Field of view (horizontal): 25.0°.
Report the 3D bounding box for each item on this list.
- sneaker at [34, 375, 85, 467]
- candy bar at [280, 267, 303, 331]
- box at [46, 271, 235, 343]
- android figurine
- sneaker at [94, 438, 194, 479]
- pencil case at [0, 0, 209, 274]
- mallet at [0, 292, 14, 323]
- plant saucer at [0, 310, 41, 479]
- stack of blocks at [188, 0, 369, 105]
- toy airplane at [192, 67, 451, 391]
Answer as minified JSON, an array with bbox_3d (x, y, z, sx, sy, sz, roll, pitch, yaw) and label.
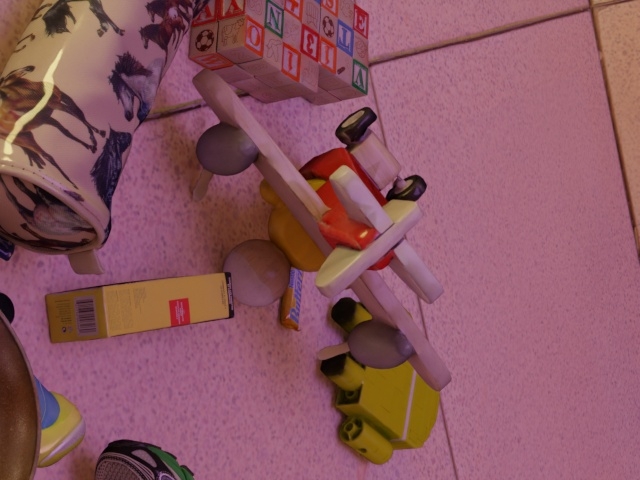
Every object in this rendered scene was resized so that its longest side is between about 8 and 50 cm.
[{"bbox_3d":[-0.343,0.201,1.383,0.126,0.091,0.240,52,43,4],"label":"sneaker"},{"bbox_3d":[-0.034,0.047,1.949,0.040,0.018,0.161,34,55,-50],"label":"candy bar"},{"bbox_3d":[-0.196,0.074,1.621,0.232,0.087,0.058,-4,87,-59],"label":"box"},{"bbox_3d":[0.094,0.198,2.082,0.273,0.056,0.248,42,49,-45],"label":"android figurine"},{"bbox_3d":[-0.186,0.380,1.524,0.146,0.134,0.343,-10,92,-57],"label":"sneaker"},{"bbox_3d":[-0.241,-0.168,1.536,0.183,0.160,0.410,61,37,-44],"label":"pencil case"},{"bbox_3d":[-0.364,0.007,1.425,0.039,0.062,0.189,-23,88,-59],"label":"mallet"},{"bbox_3d":[-0.390,0.150,1.257,0.310,0.050,0.310,19,59,-34],"label":"plant saucer"},{"bbox_3d":[-0.047,-0.275,1.934,0.297,0.087,0.171,25,62,-53],"label":"stack of blocks"},{"bbox_3d":[0.000,0.000,1.776,0.386,0.272,0.384,60,10,27],"label":"toy airplane"}]
